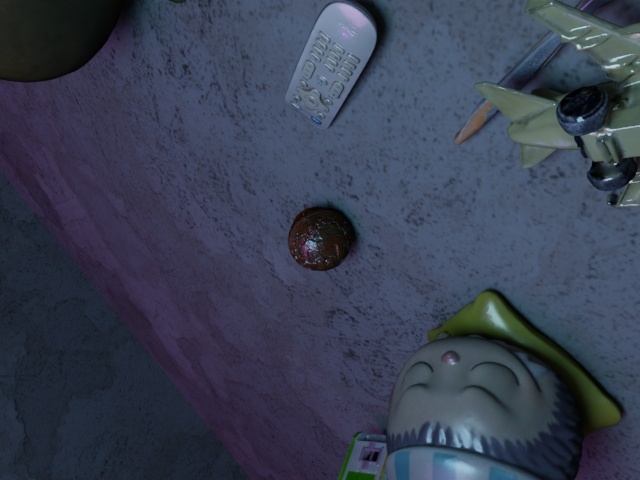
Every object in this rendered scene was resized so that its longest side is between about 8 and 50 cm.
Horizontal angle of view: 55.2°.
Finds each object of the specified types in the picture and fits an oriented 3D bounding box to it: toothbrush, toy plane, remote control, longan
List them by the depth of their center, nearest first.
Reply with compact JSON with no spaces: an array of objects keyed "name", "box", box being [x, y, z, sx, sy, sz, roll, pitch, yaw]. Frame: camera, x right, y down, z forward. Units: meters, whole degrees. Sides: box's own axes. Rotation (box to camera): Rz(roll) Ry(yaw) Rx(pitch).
[{"name":"toy plane","box":[0.258,-0.103,0.486,0.256,0.104,0.242,11,152,49]},{"name":"toothbrush","box":[0.212,-0.185,0.520,0.037,0.028,0.375,41,149,0]},{"name":"remote control","box":[0.012,-0.210,0.738,0.073,0.044,0.229,33,157,-3]},{"name":"longan","box":[-0.432,-0.378,0.874,0.318,0.319,0.319,32,146,26]}]

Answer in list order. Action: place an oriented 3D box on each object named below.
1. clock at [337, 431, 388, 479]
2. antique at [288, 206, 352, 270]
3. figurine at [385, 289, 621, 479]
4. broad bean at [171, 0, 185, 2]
[{"name":"clock","box":[0.175,0.485,1.124,0.309,0.235,0.166,-12,132,43]},{"name":"antique","box":[0.000,0.000,0.928,0.104,0.104,0.104,32,146,26]},{"name":"figurine","box":[0.158,0.309,0.801,0.266,0.377,0.361,35,145,22]},{"name":"broad bean","box":[-0.241,-0.392,0.785,0.206,0.153,0.072,41,104,6]}]
